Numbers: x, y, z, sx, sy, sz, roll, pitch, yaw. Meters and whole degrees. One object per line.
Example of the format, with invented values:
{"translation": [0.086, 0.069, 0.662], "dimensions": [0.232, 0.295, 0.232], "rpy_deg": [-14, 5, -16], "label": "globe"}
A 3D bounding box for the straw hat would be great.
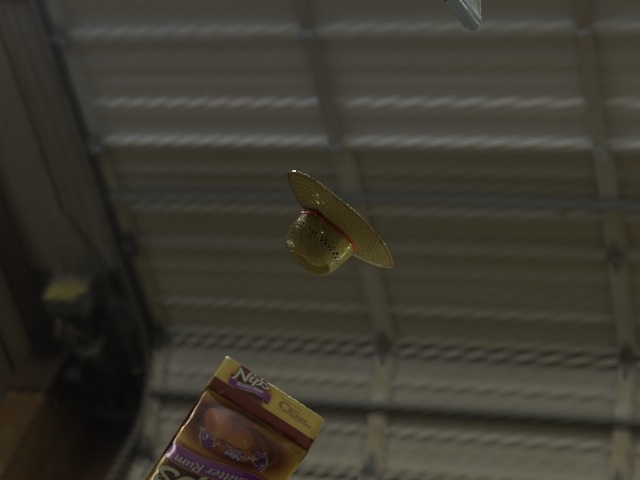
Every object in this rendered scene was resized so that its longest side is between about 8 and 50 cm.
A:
{"translation": [0.000, 0.000, 1.812], "dimensions": [0.061, 0.144, 0.144], "rpy_deg": [-48, -135, -13], "label": "straw hat"}

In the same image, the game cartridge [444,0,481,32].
{"translation": [0.132, -0.241, 1.704], "dimensions": [0.017, 0.056, 0.083], "rpy_deg": [-28, -142, 27], "label": "game cartridge"}

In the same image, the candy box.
{"translation": [-0.087, 0.204, 1.653], "dimensions": [0.109, 0.186, 0.053], "rpy_deg": [33, -140, 0], "label": "candy box"}
